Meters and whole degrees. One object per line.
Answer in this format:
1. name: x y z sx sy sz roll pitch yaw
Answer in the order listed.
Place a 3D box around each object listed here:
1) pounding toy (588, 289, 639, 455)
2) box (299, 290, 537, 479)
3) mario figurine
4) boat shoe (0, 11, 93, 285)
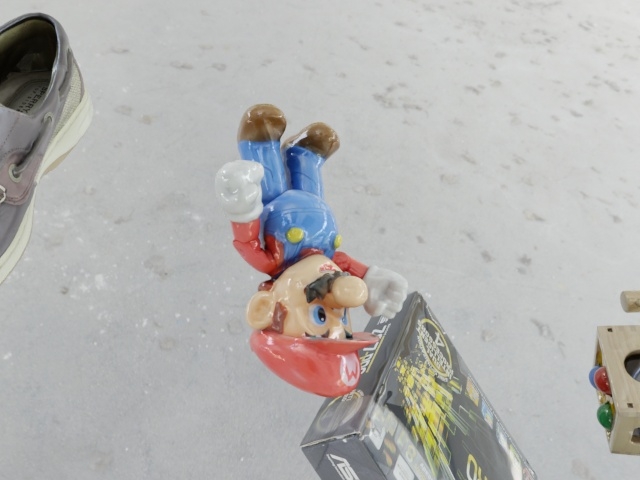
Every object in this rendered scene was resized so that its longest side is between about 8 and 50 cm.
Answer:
1. pounding toy: 0.424 0.156 0.604 0.094 0.181 0.206 -6 43 23
2. box: 0.168 0.310 0.600 0.395 0.097 0.318 58 33 -5
3. mario figurine: 0.000 0.000 0.475 0.198 0.170 0.321 -8 71 -6
4. boat shoe: -0.234 -0.061 0.287 0.102 0.092 0.285 9 46 -7
